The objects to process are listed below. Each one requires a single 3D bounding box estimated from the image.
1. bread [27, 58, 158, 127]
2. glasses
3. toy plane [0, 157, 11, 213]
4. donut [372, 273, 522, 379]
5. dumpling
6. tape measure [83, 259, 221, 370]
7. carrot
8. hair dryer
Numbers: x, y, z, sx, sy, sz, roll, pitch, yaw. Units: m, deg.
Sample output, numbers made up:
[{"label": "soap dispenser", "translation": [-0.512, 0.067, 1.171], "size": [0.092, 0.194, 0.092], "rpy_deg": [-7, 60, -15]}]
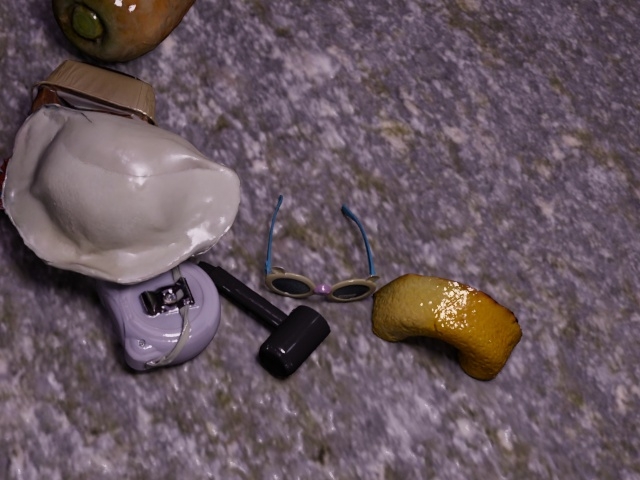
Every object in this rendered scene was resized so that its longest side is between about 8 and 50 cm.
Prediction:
[{"label": "bread", "translation": [-0.389, -0.199, 1.801], "size": [0.224, 0.142, 0.211], "rpy_deg": [16, 53, -3]}, {"label": "glasses", "translation": [-0.006, 0.022, 1.821], "size": [0.190, 0.088, 0.220], "rpy_deg": [5, 37, -10]}, {"label": "toy plane", "translation": [-0.479, -0.057, 1.735], "size": [0.189, 0.061, 0.130], "rpy_deg": [44, 57, 10]}, {"label": "donut", "translation": [0.209, 0.129, 1.735], "size": [0.259, 0.152, 0.101], "rpy_deg": [23, 62, 4]}, {"label": "dumpling", "translation": [-0.315, -0.062, 1.639], "size": [0.341, 0.181, 0.260], "rpy_deg": [24, 77, -20]}, {"label": "tape measure", "translation": [-0.247, 0.099, 1.665], "size": [0.178, 0.105, 0.196], "rpy_deg": [-22, 64, -26]}, {"label": "carrot", "translation": [-0.334, -0.480, 1.955], "size": [0.224, 0.224, 0.340], "rpy_deg": [32, 49, 7]}, {"label": "hair dryer", "translation": [-0.113, 0.112, 1.717], "size": [0.248, 0.070, 0.114], "rpy_deg": [34, 56, 13]}]
